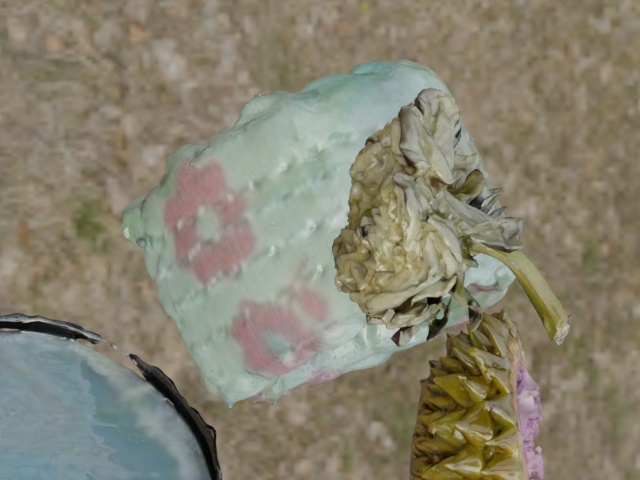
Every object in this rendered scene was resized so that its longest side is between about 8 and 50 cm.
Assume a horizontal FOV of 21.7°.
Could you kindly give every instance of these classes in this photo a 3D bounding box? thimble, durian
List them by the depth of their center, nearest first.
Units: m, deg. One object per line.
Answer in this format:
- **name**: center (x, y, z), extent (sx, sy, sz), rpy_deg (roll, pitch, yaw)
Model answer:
- **thimble**: center (0.000, 0.000, 0.985), extent (0.185, 0.211, 0.149), rpy_deg (74, -7, -79)
- **durian**: center (0.106, 0.223, 1.210), extent (0.191, 0.112, 0.341), rpy_deg (-63, 152, -63)

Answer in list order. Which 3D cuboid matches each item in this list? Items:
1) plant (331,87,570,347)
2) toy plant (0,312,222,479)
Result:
- **plant**: center (0.067, -0.003, 0.771), extent (0.104, 0.122, 0.116), rpy_deg (111, 1, -74)
- **toy plant**: center (-0.199, 0.230, 1.032), extent (0.247, 0.247, 0.332), rpy_deg (-52, 168, -43)
